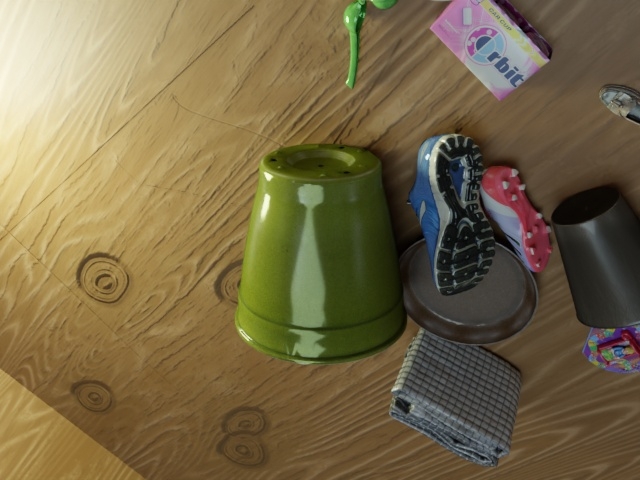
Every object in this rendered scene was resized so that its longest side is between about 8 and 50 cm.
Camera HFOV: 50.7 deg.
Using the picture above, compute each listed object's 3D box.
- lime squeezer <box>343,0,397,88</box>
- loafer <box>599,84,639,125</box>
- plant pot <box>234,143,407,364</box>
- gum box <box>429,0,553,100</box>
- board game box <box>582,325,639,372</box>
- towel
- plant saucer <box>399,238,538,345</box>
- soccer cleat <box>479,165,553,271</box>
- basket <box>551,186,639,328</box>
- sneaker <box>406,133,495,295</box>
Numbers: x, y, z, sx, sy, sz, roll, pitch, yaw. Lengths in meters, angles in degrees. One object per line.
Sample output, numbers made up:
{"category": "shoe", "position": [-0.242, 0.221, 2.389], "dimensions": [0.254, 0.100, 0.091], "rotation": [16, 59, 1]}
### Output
{"category": "lime squeezer", "position": [0.108, -0.391, 1.176], "dimensions": [0.110, 0.059, 0.310], "rotation": [52, 133, -2]}
{"category": "loafer", "position": [0.530, -0.220, 1.141], "dimensions": [0.125, 0.039, 0.045], "rotation": [29, 132, 1]}
{"category": "plant pot", "position": [0.000, 0.000, 1.372], "dimensions": [0.367, 0.366, 0.352], "rotation": [8, 115, 18]}
{"category": "gum box", "position": [0.285, -0.344, 1.140], "dimensions": [0.188, 0.062, 0.107], "rotation": [42, 130, -10]}
{"category": "board game box", "position": [0.638, 0.231, 1.439], "dimensions": [0.133, 0.033, 0.168], "rotation": [14, 129, 14]}
{"category": "towel", "position": [0.305, 0.352, 1.548], "dimensions": [0.284, 0.235, 0.121], "rotation": [28, 137, 3]}
{"category": "plant saucer", "position": [0.315, 0.100, 1.473], "dimensions": [0.311, 0.050, 0.310], "rotation": [13, 129, 16]}
{"category": "soccer cleat", "position": [0.378, -0.042, 1.330], "dimensions": [0.095, 0.083, 0.248], "rotation": [7, 137, 53]}
{"category": "basket", "position": [0.536, 0.027, 1.258], "dimensions": [0.204, 0.154, 0.226], "rotation": [-17, 113, 37]}
{"category": "sneaker", "position": [0.251, -0.051, 1.325], "dimensions": [0.130, 0.147, 0.329], "rotation": [-10, 108, -14]}
